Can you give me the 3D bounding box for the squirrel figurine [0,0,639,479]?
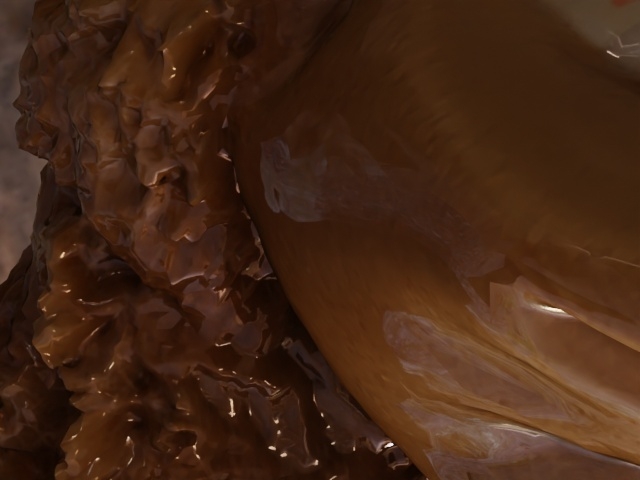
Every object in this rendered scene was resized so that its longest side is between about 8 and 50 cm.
[{"bbox_3d":[0.075,0.053,0.600,0.397,0.281,0.370,11,-46,20],"label":"squirrel figurine"}]
